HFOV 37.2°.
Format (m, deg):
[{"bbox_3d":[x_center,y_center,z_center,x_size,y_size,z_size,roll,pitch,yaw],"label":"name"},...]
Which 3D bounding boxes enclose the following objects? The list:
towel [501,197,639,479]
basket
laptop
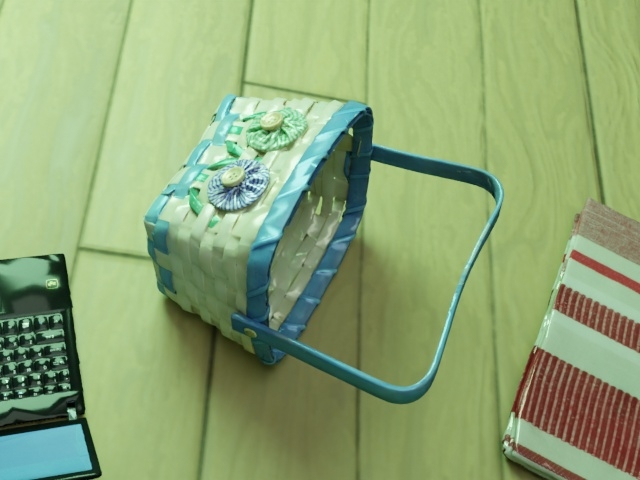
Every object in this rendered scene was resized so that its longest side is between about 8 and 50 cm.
[{"bbox_3d":[0.335,0.131,0.981,0.237,0.037,0.329,27,58,1],"label":"towel"},{"bbox_3d":[0.000,0.000,0.876,0.289,0.201,0.254,20,55,10],"label":"basket"},{"bbox_3d":[-0.313,0.105,0.772,0.234,0.136,0.264,-6,60,-18],"label":"laptop"}]
